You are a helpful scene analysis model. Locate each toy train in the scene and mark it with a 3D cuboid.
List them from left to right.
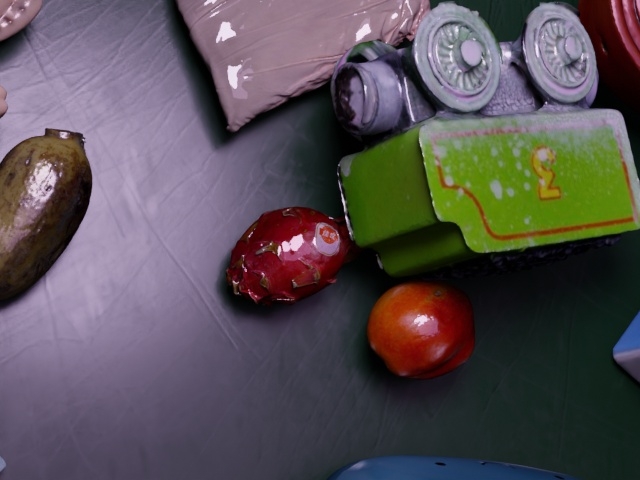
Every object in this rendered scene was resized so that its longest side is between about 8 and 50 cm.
[{"bbox_3d":[0.151,-0.090,1.233,0.307,0.173,0.248,-7,84,-36],"label":"toy train"}]

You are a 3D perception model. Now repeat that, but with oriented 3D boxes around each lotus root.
[{"bbox_3d":[-0.258,-0.022,1.155,0.081,0.089,0.179,17,73,32],"label":"lotus root"}]

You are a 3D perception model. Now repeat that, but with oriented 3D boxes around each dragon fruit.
[{"bbox_3d":[0.000,0.000,1.233,0.191,0.094,0.094,-23,86,-25],"label":"dragon fruit"}]

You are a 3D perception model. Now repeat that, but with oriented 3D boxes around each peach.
[{"bbox_3d":[0.098,0.082,1.238,0.101,0.101,0.100,4,78,-16],"label":"peach"}]

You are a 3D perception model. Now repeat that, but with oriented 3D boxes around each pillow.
[{"bbox_3d":[-0.019,-0.235,1.285,0.270,0.067,0.173,-29,83,-21],"label":"pillow"}]

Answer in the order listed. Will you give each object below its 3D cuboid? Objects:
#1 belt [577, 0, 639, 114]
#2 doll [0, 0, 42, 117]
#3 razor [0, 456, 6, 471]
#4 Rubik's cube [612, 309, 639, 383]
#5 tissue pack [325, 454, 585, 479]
[{"bbox_3d":[0.423,-0.209,1.286,0.324,0.115,0.227,11,88,-5],"label":"belt"},{"bbox_3d":[-0.334,-0.195,1.156,0.154,0.119,0.278,20,69,-16],"label":"doll"},{"bbox_3d":[-0.356,0.115,1.119,0.106,0.068,0.232,-40,99,-19],"label":"razor"},{"bbox_3d":[0.522,0.081,1.266,0.291,0.290,0.291,43,69,-4],"label":"Rubik's cube"},{"bbox_3d":[0.136,0.293,1.149,0.288,0.206,0.198,11,77,-14],"label":"tissue pack"}]
